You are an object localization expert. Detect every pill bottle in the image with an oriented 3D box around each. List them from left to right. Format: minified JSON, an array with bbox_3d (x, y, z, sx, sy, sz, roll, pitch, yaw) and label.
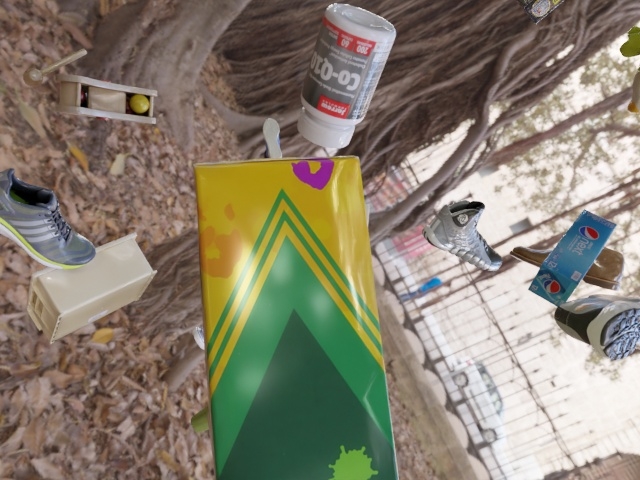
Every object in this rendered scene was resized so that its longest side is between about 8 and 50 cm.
[{"bbox_3d":[0.048,-0.364,1.140,0.161,0.161,0.283,-107,-151,-46],"label":"pill bottle"}]

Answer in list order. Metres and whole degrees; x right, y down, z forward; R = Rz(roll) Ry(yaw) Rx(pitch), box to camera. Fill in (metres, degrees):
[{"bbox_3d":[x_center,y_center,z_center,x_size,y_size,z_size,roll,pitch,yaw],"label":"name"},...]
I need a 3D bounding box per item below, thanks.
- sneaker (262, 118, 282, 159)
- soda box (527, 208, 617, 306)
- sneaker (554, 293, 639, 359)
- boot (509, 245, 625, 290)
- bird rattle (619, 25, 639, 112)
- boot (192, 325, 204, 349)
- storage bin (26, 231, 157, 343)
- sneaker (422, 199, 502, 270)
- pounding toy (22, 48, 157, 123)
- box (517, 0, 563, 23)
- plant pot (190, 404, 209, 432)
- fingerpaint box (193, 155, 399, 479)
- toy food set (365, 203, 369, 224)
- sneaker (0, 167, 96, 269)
[{"bbox_3d":[-0.161,-0.316,1.645,0.084,0.058,0.152,134,-55,-69],"label":"sneaker"},{"bbox_3d":[0.465,0.029,0.922,0.067,0.210,0.071,34,-39,26],"label":"soda box"},{"bbox_3d":[0.486,0.126,0.813,0.271,0.101,0.108,7,10,-35],"label":"sneaker"},{"bbox_3d":[0.711,0.048,1.454,0.112,0.305,0.115,-18,122,-72],"label":"boot"},{"bbox_3d":[0.706,-0.328,0.961,0.143,0.253,0.207,-80,177,-60],"label":"bird rattle"},{"bbox_3d":[-0.290,0.267,1.423,0.069,0.086,0.190,63,0,21],"label":"boot"},{"bbox_3d":[-0.601,0.130,1.316,0.262,0.260,0.123,-30,83,-41],"label":"storage bin"},{"bbox_3d":[0.356,-0.019,1.148,0.228,0.132,0.086,20,24,-24],"label":"sneaker"},{"bbox_3d":[-0.501,-0.349,1.109,0.154,0.269,0.155,21,-73,57],"label":"pounding toy"},{"bbox_3d":[0.574,-0.686,1.247,0.060,0.216,0.270,33,35,-28],"label":"box"},{"bbox_3d":[-0.349,0.543,1.526,0.083,0.079,0.083,63,1,-3],"label":"plant pot"},{"bbox_3d":[-0.055,0.143,0.630,0.445,0.163,0.372,134,-49,-77],"label":"fingerpaint box"},{"bbox_3d":[0.000,0.000,1.139,0.306,0.092,0.220,17,77,-49],"label":"toy food set"},{"bbox_3d":[-0.601,-0.039,1.085,0.300,0.121,0.111,47,22,-48],"label":"sneaker"}]
